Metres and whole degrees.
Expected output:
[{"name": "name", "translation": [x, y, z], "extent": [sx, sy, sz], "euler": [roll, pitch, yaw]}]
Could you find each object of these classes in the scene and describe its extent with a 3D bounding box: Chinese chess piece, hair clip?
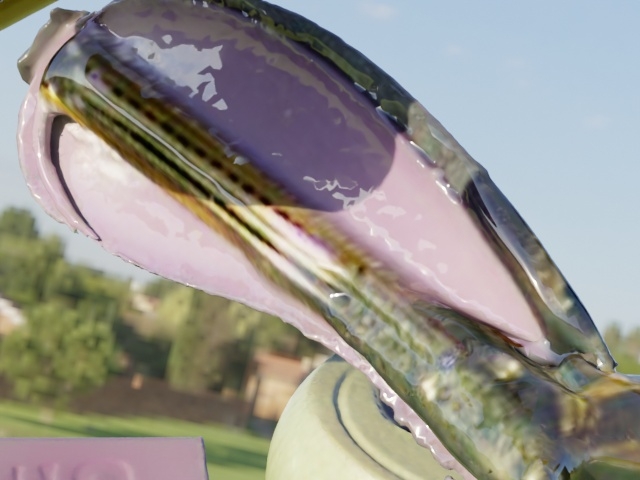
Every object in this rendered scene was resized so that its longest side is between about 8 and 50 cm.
[{"name": "Chinese chess piece", "translation": [0.090, 0.157, 1.194], "extent": [0.250, 0.101, 0.250], "euler": [13, 24, -6]}, {"name": "hair clip", "translation": [0.001, -0.002, 0.753], "extent": [0.096, 0.110, 0.359], "euler": [-21, 47, -34]}]

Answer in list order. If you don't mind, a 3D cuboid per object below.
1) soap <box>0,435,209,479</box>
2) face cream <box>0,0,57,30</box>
[{"name": "soap", "translation": [-0.154, 0.159, 0.983], "extent": [0.203, 0.065, 0.122], "euler": [1, 38, -10]}, {"name": "face cream", "translation": [-0.243, -0.105, 0.964], "extent": [0.273, 0.078, 0.078], "euler": [-25, -13, 12]}]
